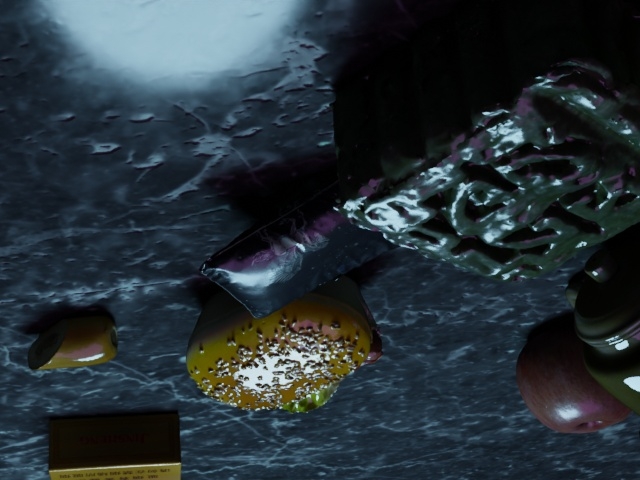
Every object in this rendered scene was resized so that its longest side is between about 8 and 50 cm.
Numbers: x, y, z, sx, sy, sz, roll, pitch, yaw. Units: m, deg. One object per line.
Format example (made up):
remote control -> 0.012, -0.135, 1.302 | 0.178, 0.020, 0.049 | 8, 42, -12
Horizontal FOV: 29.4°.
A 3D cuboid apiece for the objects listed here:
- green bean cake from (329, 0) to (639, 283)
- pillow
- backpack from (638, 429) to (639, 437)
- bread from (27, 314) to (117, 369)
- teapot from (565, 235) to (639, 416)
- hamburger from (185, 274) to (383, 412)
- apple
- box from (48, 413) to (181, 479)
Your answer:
green bean cake -> 0.166, -0.081, 0.963 | 0.255, 0.132, 0.241 | -28, 142, 36
pillow -> 0.000, 0.000, 1.135 | 0.208, 0.055, 0.141 | -28, 143, 10
backpack -> 0.508, 0.207, 1.569 | 0.229, 0.139, 0.229 | -2, 169, 0
bread -> -0.273, 0.113, 1.327 | 0.103, 0.049, 0.062 | -6, 153, -4
teapot -> 0.338, 0.073, 1.267 | 0.175, 0.186, 0.267 | 42, 167, -14
hamburger -> -0.039, 0.108, 1.295 | 0.210, 0.116, 0.173 | -24, 145, 31
apple -> 0.318, 0.171, 1.487 | 0.153, 0.120, 0.153 | -6, 153, -3
box -> -0.283, 0.324, 1.708 | 0.174, 0.076, 0.274 | -1, 153, -8
